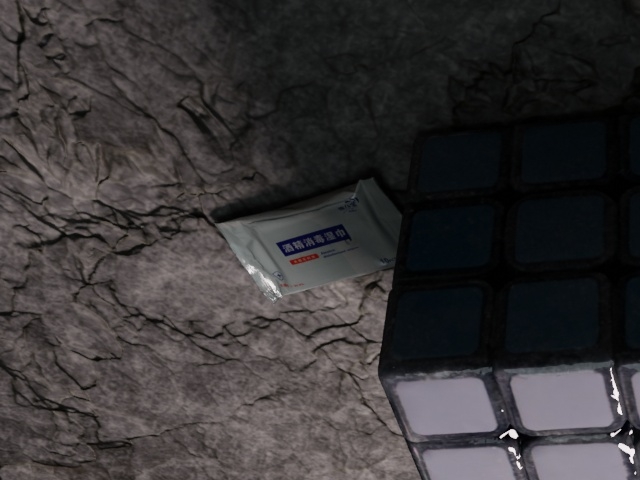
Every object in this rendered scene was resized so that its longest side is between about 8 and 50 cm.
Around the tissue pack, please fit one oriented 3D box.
[{"bbox_3d":[0.000,0.000,1.484,0.193,0.026,0.122,-17,131,27],"label":"tissue pack"}]

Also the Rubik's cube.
[{"bbox_3d":[0.241,0.091,1.332,0.301,0.305,0.304,-6,134,16],"label":"Rubik's cube"}]
